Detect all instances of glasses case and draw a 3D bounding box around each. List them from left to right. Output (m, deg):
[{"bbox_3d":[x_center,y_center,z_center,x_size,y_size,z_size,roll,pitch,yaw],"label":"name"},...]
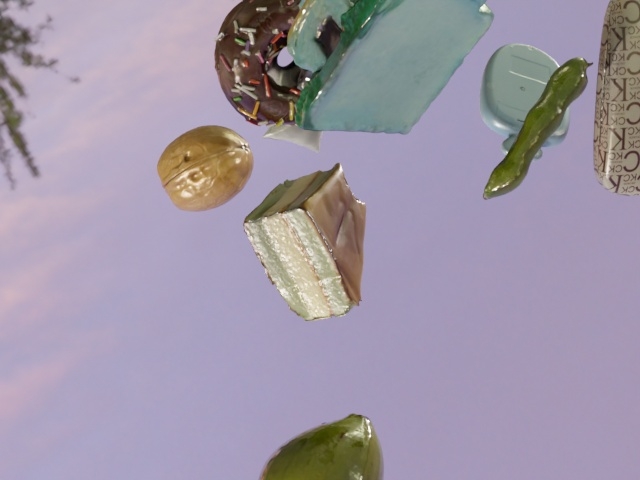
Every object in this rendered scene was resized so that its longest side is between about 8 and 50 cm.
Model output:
[{"bbox_3d":[0.534,-0.249,1.611,0.137,0.354,0.085,-3,-164,-12],"label":"glasses case"}]

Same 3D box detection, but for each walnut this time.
[{"bbox_3d":[-0.232,-0.146,1.938,0.197,0.165,0.165,-21,-150,28],"label":"walnut"}]

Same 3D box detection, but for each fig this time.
[{"bbox_3d":[0.009,0.387,1.602,0.203,0.203,0.225,5,-119,41],"label":"fig"}]

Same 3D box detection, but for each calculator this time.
[{"bbox_3d":[0.407,-0.277,1.905,0.188,0.042,0.302,16,-127,-8],"label":"calculator"}]

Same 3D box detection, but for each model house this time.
[{"bbox_3d":[0.059,-0.325,1.338,0.230,0.280,0.248,-3,-127,-41],"label":"model house"}]

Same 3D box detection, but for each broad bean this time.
[{"bbox_3d":[0.322,-0.163,1.431,0.256,0.052,0.053,-58,-175,9],"label":"broad bean"}]

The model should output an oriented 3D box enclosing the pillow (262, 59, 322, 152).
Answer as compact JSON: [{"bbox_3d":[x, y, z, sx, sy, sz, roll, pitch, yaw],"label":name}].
[{"bbox_3d":[-0.030,-0.322,2.137,0.144,0.254,0.078,6,-153,-30],"label":"pillow"}]

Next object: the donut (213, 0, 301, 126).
[{"bbox_3d":[-0.064,-0.329,1.745,0.270,0.269,0.103,-32,-149,-11],"label":"donut"}]

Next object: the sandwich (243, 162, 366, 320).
[{"bbox_3d":[0.000,0.000,1.791,0.155,0.227,0.198,-13,-157,32],"label":"sandwich"}]
